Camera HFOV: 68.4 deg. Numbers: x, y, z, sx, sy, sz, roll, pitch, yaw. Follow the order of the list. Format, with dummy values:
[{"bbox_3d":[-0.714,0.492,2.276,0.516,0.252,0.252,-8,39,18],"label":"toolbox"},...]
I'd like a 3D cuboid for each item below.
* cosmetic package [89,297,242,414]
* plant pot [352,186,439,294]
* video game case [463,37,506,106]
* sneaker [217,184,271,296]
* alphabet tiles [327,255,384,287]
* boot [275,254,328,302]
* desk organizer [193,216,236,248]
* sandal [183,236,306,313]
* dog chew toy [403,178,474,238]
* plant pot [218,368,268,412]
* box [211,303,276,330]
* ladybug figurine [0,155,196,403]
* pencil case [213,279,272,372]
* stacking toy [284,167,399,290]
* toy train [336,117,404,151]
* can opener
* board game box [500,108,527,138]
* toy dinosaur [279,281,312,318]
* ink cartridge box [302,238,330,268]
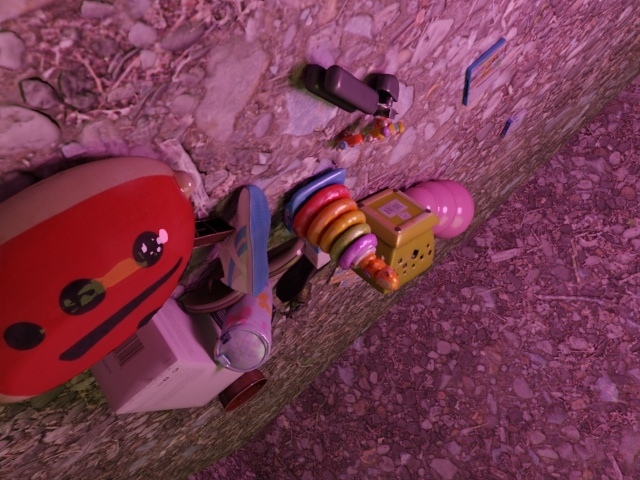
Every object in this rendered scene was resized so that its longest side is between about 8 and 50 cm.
[{"bbox_3d":[-0.322,0.243,1.019,0.155,0.197,0.365,-40,158,-4],"label":"cosmetic package"},{"bbox_3d":[0.199,-0.017,1.382,0.228,0.227,0.207,-28,142,-33],"label":"plant pot"},{"bbox_3d":[0.429,-0.438,1.241,0.119,0.015,0.166,-41,160,-1],"label":"video game case"},{"bbox_3d":[-0.156,0.000,0.936,0.087,0.092,0.229,-36,135,-62],"label":"sneaker"},{"bbox_3d":[0.157,0.078,1.755,0.277,0.021,0.284,-17,150,-32],"label":"alphabet tiles"},{"bbox_3d":[-0.039,0.103,1.425,0.198,0.077,0.137,-48,164,20],"label":"boot"},{"bbox_3d":[-0.224,-0.017,0.858,0.050,0.047,0.130,-33,170,40],"label":"desk organizer"},{"bbox_3d":[-0.177,0.061,1.060,0.302,0.086,0.120,-31,-156,-1],"label":"sandal"},{"bbox_3d":[0.371,-0.106,1.567,0.331,0.207,0.207,-2,137,-48],"label":"dog chew toy"},{"bbox_3d":[-0.281,0.431,1.513,0.167,0.165,0.167,-35,158,-16],"label":"plant pot"},{"bbox_3d":[-0.220,0.232,1.323,0.158,0.093,0.156,-27,155,-31],"label":"box"},{"bbox_3d":[-0.346,0.067,0.661,0.449,0.162,0.305,-42,159,0],"label":"ladybug figurine"},{"bbox_3d":[-0.170,0.177,1.079,0.124,0.113,0.273,-42,-159,15],"label":"pencil case"},{"bbox_3d":[0.067,0.002,1.068,0.165,0.302,0.175,-33,159,-22],"label":"stacking toy"},{"bbox_3d":[0.108,-0.237,1.025,0.125,0.046,0.166,-11,-170,36],"label":"toy train"},{"bbox_3d":[0.073,-0.284,0.868,0.283,0.075,0.095,0,102,-60],"label":"can opener"},{"bbox_3d":[0.722,-0.436,1.763,0.090,0.020,0.090,-36,159,-14],"label":"board game box"},{"bbox_3d":[-0.077,0.218,1.605,0.118,0.064,0.268,-41,164,-20],"label":"toy dinosaur"},{"bbox_3d":[0.000,0.000,1.247,0.090,0.092,0.143,-34,158,-19],"label":"ink cartridge box"}]
